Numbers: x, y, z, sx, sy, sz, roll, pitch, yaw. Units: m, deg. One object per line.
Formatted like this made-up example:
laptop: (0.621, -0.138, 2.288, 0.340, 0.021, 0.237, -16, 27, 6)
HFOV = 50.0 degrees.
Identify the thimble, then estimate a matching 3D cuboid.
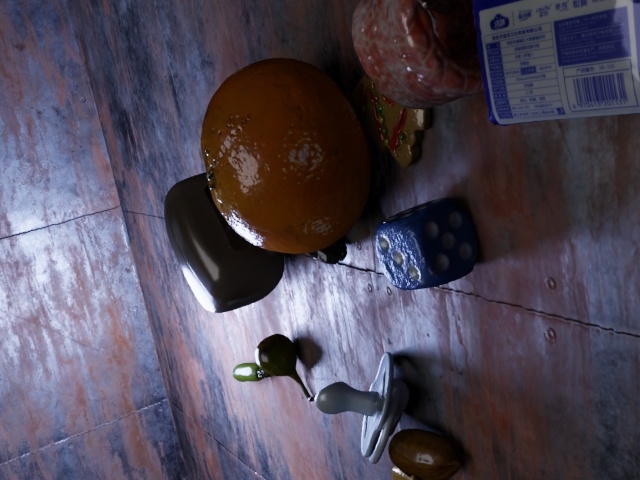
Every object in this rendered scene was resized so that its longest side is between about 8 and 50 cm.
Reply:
thimble: (0.179, -0.333, 1.057, 0.162, 0.239, 0.239, 3, 108, 59)

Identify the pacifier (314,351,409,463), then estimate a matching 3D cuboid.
pacifier: (0.089, 0.385, 1.598, 0.227, 0.207, 0.279, -75, -1, -48)

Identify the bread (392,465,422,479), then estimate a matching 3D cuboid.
bread: (0.239, 0.622, 1.621, 0.116, 0.077, 0.200, -11, 98, 59)

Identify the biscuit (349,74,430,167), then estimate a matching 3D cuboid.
biscuit: (0.129, -0.260, 1.362, 0.238, 0.041, 0.212, 27, 130, 50)

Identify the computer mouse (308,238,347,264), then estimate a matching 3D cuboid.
computer mouse: (0.000, 0.000, 1.661, 0.172, 0.099, 0.057, 52, 146, 27)

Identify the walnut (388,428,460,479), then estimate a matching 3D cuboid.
walnut: (0.234, 0.479, 1.530, 0.207, 0.115, 0.116, -9, 98, 53)

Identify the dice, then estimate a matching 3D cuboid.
dice: (0.198, 0.008, 1.291, 0.146, 0.143, 0.146, -11, 100, 59)

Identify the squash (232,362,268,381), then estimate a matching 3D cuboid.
squash: (-0.249, 0.452, 2.353, 0.258, 0.069, 0.069, -24, 85, 60)

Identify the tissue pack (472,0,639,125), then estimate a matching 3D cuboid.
tissue pack: (0.346, -0.268, 0.906, 0.269, 0.137, 0.209, 5, 110, 55)

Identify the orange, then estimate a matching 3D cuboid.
orange: (-0.087, -0.170, 1.470, 0.424, 0.326, 0.424, 47, 150, 39)

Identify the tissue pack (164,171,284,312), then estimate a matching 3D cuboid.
tissue pack: (-0.274, -0.011, 1.939, 0.387, 0.267, 0.277, 62, 152, 20)

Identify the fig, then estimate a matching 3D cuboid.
fig: (-0.093, 0.383, 2.049, 0.236, 0.124, 0.124, 48, 150, -6)
